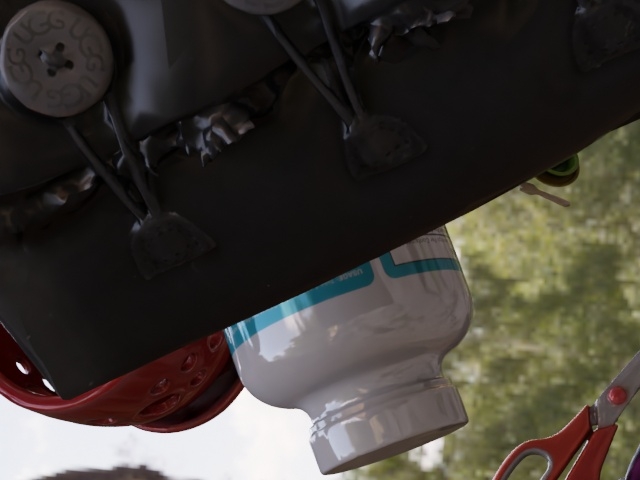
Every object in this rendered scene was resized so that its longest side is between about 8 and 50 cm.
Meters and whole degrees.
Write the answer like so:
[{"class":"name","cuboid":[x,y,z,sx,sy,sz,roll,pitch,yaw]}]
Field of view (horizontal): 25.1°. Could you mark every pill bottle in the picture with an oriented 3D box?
[{"class":"pill bottle","cuboid":[0.000,0.000,0.857,0.146,0.146,0.264,28,-139,-71]}]

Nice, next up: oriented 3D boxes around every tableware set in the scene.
[{"class":"tableware set","cuboid":[0.183,-0.106,1.231,0.024,0.104,0.154,111,178,-57]}]

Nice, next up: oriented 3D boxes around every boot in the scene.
[{"class":"boot","cuboid":[0.009,-0.185,0.478,0.367,0.445,0.146,64,-159,-8]}]

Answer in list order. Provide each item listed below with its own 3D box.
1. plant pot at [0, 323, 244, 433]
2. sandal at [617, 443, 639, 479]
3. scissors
[{"class":"plant pot","cuboid":[-0.151,0.055,1.126,0.174,0.191,0.191,31,-117,-60]},{"class":"sandal","cuboid":[0.340,0.242,1.385,0.107,0.446,0.167,39,-146,-17]},{"class":"scissors","cuboid":[0.238,0.144,1.246,0.297,0.109,0.021,-64,-17,-8]}]
